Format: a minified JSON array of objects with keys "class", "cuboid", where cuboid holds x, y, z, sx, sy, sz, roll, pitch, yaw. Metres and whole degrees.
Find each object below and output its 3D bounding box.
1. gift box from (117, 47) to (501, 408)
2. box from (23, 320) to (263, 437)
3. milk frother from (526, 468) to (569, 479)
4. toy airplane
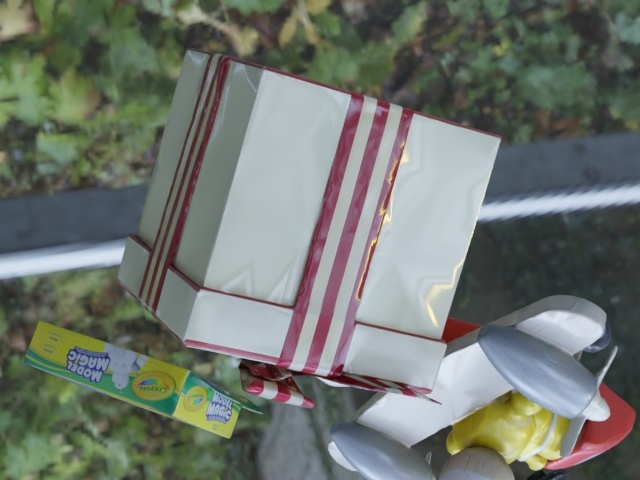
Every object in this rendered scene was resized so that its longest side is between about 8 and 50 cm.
[{"class":"gift box","cuboid":[0.000,0.000,1.193,0.276,0.255,0.258,16,96,-19]},{"class":"box","cuboid":[-0.144,0.119,1.166,0.179,0.043,0.105,13,168,27]},{"class":"milk frother","cuboid":[0.172,0.276,1.133,0.143,0.134,0.129,-45,174,32]},{"class":"toy airplane","cuboid":[0.157,0.185,1.608,0.385,0.272,0.386,-6,151,14]}]
